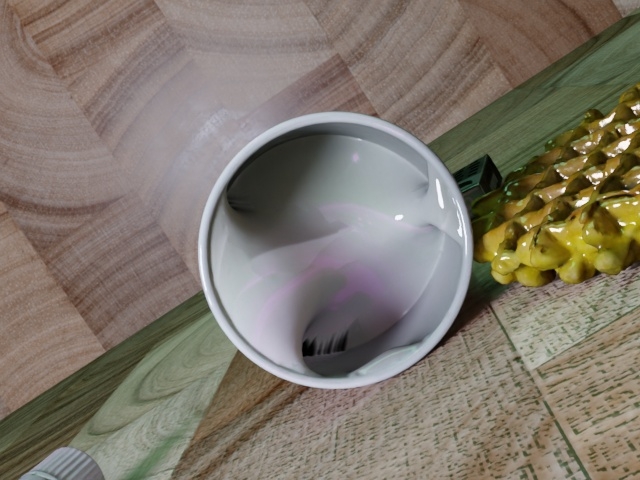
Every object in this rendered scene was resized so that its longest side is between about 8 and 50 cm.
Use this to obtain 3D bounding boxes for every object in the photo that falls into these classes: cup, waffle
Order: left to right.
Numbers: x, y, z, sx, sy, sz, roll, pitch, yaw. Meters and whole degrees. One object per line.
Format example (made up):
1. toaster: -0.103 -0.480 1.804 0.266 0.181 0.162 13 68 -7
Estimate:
1. cup: 0.000 0.000 0.876 0.212 0.212 0.317 -34 5 -2
2. waffle: 0.234 -0.046 0.728 0.260 0.069 0.293 -37 9 -7

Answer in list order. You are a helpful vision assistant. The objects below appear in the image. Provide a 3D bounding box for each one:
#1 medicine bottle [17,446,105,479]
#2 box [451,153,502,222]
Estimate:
1. medicine bottle: -0.273 0.262 0.833 0.083 0.083 0.203 -30 7 31
2. box: 0.082 0.004 1.224 0.325 0.047 0.180 -32 6 20
